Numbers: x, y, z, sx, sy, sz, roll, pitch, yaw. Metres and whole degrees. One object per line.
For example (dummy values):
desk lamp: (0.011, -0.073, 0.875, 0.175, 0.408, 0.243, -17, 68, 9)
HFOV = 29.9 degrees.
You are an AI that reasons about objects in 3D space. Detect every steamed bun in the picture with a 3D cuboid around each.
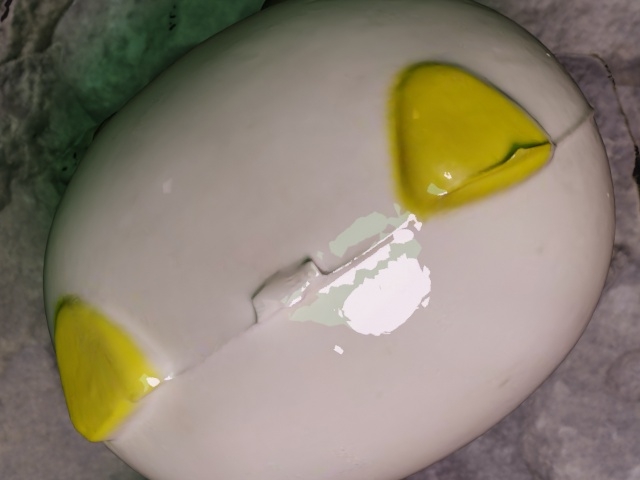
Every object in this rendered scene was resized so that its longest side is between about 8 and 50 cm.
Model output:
steamed bun: (0.004, 0.006, 0.771, 0.374, 0.334, 0.334, -36, 96, 10)
